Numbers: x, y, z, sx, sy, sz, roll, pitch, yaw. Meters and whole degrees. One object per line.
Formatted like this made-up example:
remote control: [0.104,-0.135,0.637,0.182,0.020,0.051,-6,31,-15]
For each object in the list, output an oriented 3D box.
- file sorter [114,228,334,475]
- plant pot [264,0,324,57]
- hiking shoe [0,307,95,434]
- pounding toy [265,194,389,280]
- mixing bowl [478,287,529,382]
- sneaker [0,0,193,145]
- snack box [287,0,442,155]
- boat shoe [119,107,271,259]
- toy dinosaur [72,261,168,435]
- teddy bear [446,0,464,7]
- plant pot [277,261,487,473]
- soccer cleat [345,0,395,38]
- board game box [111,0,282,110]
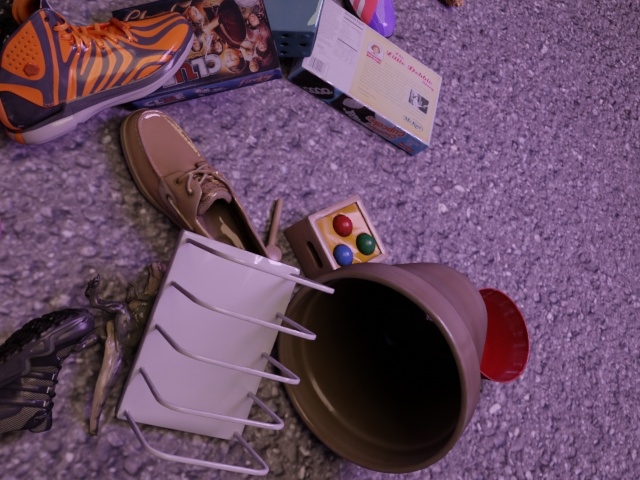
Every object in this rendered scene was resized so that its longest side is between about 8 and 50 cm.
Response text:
file sorter: [-0.128,0.154,0.937,0.193,0.173,0.277,20,89,-27]
plant pot: [-0.065,-0.462,1.237,0.166,0.165,0.234,0,79,-6]
hiking shoe: [-0.371,0.184,0.878,0.227,0.086,0.114,-42,116,-19]
pounding toy: [-0.008,-0.006,1.185,0.206,0.094,0.181,-26,90,-38]
mixing bowl: [0.306,0.190,1.330,0.182,0.098,0.181,13,67,-32]
sneaker: [-0.327,-0.280,0.963,0.321,0.125,0.180,-40,143,-24]
snack box: [0.100,-0.329,1.393,0.322,0.060,0.187,27,62,-24]
boat shoe: [-0.184,-0.070,1.076,0.122,0.110,0.341,-38,97,-37]
toy dinosaur: [-0.296,0.124,0.966,0.118,0.064,0.268,37,60,-27]
teddy bear: [0.230,-0.681,1.591,0.338,0.113,0.245,12,74,-39]
plant pot: [0.136,0.162,1.122,0.280,0.323,0.323,-28,91,-54]
soccer cleat: [0.106,-0.584,1.450,0.109,0.116,0.318,-5,76,-36]
board game box: [-0.199,-0.318,1.116,0.243,0.042,0.165,-15,81,-3]
